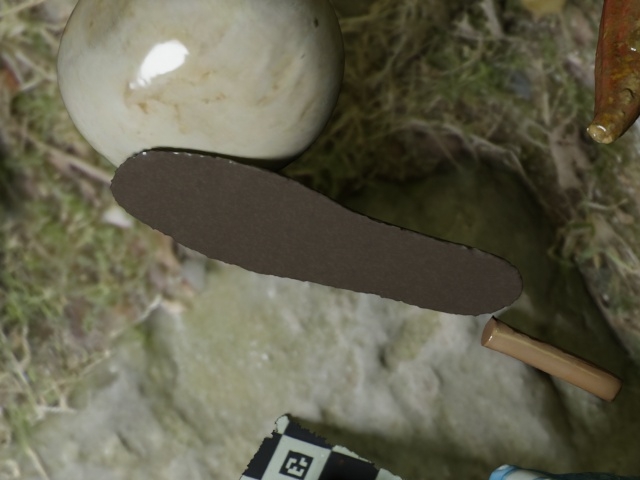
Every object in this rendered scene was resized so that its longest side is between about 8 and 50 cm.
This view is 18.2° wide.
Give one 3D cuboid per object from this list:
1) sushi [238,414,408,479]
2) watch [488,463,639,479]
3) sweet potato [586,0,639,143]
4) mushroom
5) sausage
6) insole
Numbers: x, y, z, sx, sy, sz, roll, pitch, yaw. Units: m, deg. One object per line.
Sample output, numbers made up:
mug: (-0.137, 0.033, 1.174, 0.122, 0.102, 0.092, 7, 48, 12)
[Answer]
sushi: (-0.011, 0.234, 1.386, 0.193, 0.040, 0.210, 25, 67, 26)
watch: (0.204, 0.264, 1.411, 0.211, 0.211, 0.193, 7, 88, -14)
sweet potato: (0.248, -0.193, 1.626, 0.078, 0.058, 0.255, -3, 69, 5)
mushroom: (-0.090, -0.131, 1.464, 0.206, 0.209, 0.206, -3, 103, -12)
sausage: (0.179, 0.093, 1.536, 0.116, 0.026, 0.026, 25, 69, -8)
insole: (0.000, 0.000, 1.472, 0.328, 0.111, 0.007, 17, 50, -18)
